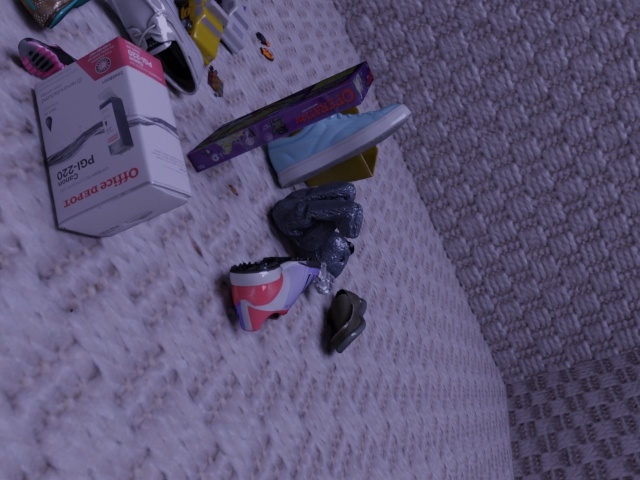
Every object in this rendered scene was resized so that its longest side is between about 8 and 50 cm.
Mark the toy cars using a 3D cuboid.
[{"bbox_3d":[-0.234,-0.530,1.421,0.176,0.087,0.393,62,21,-17],"label":"toy cars"}]

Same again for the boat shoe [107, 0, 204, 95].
[{"bbox_3d":[-0.302,-0.374,1.094,0.267,0.096,0.088,59,19,-52],"label":"boat shoe"}]

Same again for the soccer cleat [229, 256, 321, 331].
[{"bbox_3d":[-0.083,0.094,1.182,0.318,0.109,0.116,-10,99,-71],"label":"soccer cleat"}]

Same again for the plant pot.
[{"bbox_3d":[0.026,-0.267,1.666,0.212,0.187,0.212,59,22,-21],"label":"plant pot"}]

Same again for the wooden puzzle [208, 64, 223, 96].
[{"bbox_3d":[-0.236,-0.355,1.355,0.049,0.006,0.083,47,29,-45],"label":"wooden puzzle"}]

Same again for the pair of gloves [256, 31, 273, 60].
[{"bbox_3d":[-0.160,-0.566,1.752,0.074,0.010,0.083,14,56,-65],"label":"pair of gloves"}]

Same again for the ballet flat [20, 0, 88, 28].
[{"bbox_3d":[-0.391,-0.387,0.917,0.067,0.073,0.206,42,26,-22],"label":"ballet flat"}]

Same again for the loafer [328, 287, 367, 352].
[{"bbox_3d":[0.052,0.186,1.445,0.087,0.094,0.251,40,15,-4],"label":"loafer"}]

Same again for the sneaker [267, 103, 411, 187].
[{"bbox_3d":[0.037,-0.271,1.463,0.150,0.366,0.135,63,-2,0],"label":"sneaker"}]

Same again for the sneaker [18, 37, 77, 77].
[{"bbox_3d":[-0.381,-0.258,0.850,0.057,0.047,0.119,67,12,17],"label":"sneaker"}]

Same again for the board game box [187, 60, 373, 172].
[{"bbox_3d":[-0.072,-0.243,1.167,0.056,0.347,0.208,65,21,-16],"label":"board game box"}]

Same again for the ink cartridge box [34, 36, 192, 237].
[{"bbox_3d":[-0.279,-0.132,0.804,0.092,0.159,0.217,16,54,-67],"label":"ink cartridge box"}]

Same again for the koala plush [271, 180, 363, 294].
[{"bbox_3d":[0.000,0.000,1.406,0.196,0.203,0.221,-98,179,-63],"label":"koala plush"}]
